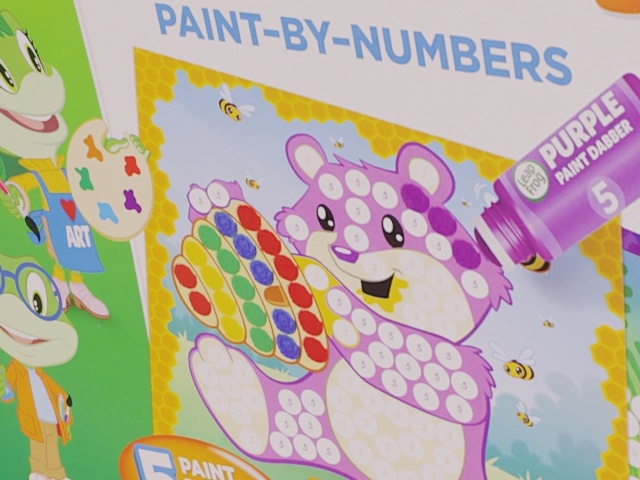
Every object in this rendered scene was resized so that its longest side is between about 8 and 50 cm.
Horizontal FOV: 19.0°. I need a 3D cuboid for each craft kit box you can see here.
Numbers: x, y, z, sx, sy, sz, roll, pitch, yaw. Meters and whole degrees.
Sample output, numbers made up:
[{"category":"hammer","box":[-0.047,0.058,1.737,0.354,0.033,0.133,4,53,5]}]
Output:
[{"category":"craft kit box","box":[0.000,0.000,0.430,0.250,0.061,0.246,11,119,41]}]
